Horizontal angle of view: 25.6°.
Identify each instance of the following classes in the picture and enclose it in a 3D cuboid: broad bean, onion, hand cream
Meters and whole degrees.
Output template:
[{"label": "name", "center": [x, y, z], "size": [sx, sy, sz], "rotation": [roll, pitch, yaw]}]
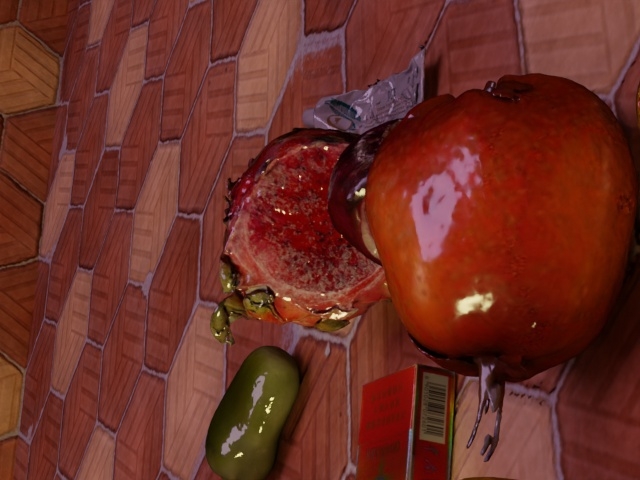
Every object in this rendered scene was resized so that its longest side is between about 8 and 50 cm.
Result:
[{"label": "broad bean", "center": [-0.078, 0.210, 1.673], "size": [0.174, 0.082, 0.124], "rotation": [-65, 23, 3]}, {"label": "onion", "center": [0.099, -0.029, 1.301], "size": [0.198, 0.173, 0.135], "rotation": [76, -160, -44]}, {"label": "hand cream", "center": [0.055, -0.152, 1.592], "size": [0.257, 0.050, 0.084], "rotation": [-11, 69, 60]}]

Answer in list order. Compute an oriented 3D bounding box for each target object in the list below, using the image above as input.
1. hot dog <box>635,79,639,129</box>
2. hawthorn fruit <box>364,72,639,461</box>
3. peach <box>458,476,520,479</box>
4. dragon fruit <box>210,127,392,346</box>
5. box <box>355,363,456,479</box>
[{"label": "hot dog", "center": [0.288, -0.177, 1.008], "size": [0.092, 0.062, 0.235], "rotation": [-128, 55, -68]}, {"label": "hawthorn fruit", "center": [0.140, 0.020, 1.080], "size": [0.211, 0.211, 0.299], "rotation": [156, 117, -64]}, {"label": "peach", "center": [0.103, 0.325, 0.909], "size": [0.308, 0.289, 0.289], "rotation": [67, 163, -13]}, {"label": "dragon fruit", "center": [0.000, 0.000, 1.404], "size": [0.282, 0.211, 0.147], "rotation": [-48, 9, -7]}, {"label": "box", "center": [0.077, 0.212, 1.314], "size": [0.112, 0.048, 0.175], "rotation": [-30, 50, 60]}]
